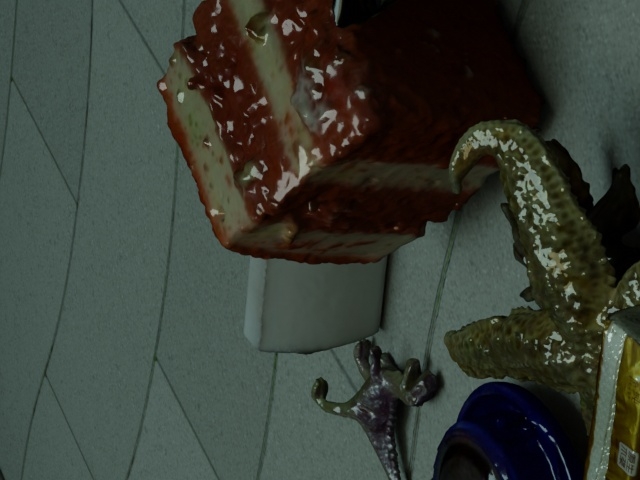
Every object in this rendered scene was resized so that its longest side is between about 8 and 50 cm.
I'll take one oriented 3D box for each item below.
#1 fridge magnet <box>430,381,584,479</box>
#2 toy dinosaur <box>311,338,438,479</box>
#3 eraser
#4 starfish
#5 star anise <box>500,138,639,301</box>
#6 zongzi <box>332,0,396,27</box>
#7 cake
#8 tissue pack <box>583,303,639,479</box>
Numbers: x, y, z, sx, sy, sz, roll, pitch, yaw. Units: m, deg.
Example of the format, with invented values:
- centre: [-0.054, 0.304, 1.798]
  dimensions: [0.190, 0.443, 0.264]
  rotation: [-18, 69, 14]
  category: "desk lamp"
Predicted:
- centre: [0.206, 0.284, 1.983]
  dimensions: [0.265, 0.112, 0.265]
  rotation: [40, 136, 55]
  category: "fridge magnet"
- centre: [0.074, 0.230, 2.302]
  dimensions: [0.200, 0.072, 0.251]
  rotation: [40, 125, 40]
  category: "toy dinosaur"
- centre: [0.000, 0.000, 2.245]
  dimensions: [0.095, 0.174, 0.270]
  rotation: [48, 140, 50]
  category: "eraser"
- centre: [0.226, 0.106, 1.755]
  dimensions: [0.324, 0.082, 0.432]
  rotation: [31, 139, 34]
  category: "starfish"
- centre: [0.266, 0.036, 1.797]
  dimensions: [0.288, 0.088, 0.288]
  rotation: [31, 130, 45]
  category: "star anise"
- centre: [0.152, -0.428, 1.762]
  dimensions: [0.362, 0.319, 0.383]
  rotation: [-18, 60, 24]
  category: "zongzi"
- centre: [0.019, -0.144, 1.957]
  dimensions: [0.319, 0.270, 0.269]
  rotation: [-45, 56, 41]
  category: "cake"
- centre: [0.322, 0.159, 1.611]
  dimensions: [0.092, 0.183, 0.226]
  rotation: [39, 133, 53]
  category: "tissue pack"
